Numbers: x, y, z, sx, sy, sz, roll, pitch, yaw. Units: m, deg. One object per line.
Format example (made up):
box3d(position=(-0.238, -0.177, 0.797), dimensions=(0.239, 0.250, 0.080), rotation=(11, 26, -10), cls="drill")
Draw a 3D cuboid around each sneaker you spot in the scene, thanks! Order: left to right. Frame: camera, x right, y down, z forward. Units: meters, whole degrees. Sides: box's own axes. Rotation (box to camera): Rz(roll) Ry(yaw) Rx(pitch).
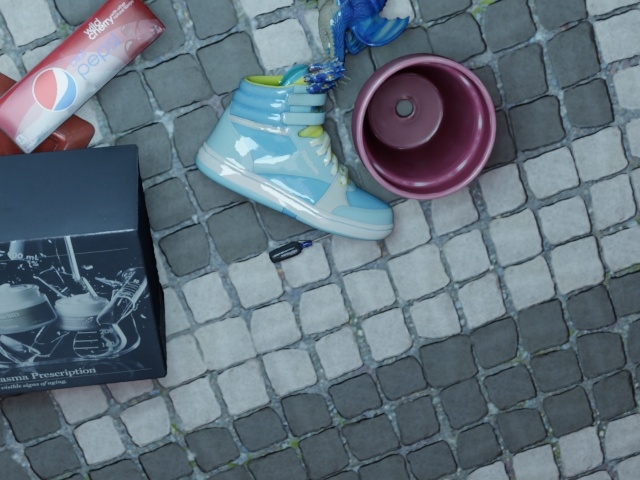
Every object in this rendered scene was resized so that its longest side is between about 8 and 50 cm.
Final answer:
box3d(position=(-0.004, -0.137, 1.521), dimensions=(0.319, 0.127, 0.208), rotation=(22, 104, -13), cls="sneaker")

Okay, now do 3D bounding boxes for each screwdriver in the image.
box3d(position=(0.000, 0.000, 1.616), dimensions=(0.170, 0.024, 0.025), rotation=(-17, 78, -3), cls="screwdriver")

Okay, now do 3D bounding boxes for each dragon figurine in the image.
box3d(position=(0.067, -0.319, 1.477), dimensions=(0.289, 0.085, 0.144), rotation=(-35, 103, -26), cls="dragon figurine")

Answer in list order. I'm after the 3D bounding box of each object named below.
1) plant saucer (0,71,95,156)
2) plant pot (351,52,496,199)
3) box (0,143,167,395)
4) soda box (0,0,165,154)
box3d(position=(-0.507, -0.119, 1.511), dimensions=(0.259, 0.047, 0.258), rotation=(30, 101, -13), cls="plant saucer")
box3d(position=(0.138, -0.176, 1.495), dimensions=(0.201, 0.180, 0.201), rotation=(-2, 106, -6), cls="plant pot")
box3d(position=(-0.405, 0.051, 1.442), dimensions=(0.343, 0.179, 0.312), rotation=(-6, 134, -4), cls="box")
box3d(position=(-0.342, -0.238, 1.443), dimensions=(0.263, 0.092, 0.083), rotation=(-44, 104, -5), cls="soda box")
